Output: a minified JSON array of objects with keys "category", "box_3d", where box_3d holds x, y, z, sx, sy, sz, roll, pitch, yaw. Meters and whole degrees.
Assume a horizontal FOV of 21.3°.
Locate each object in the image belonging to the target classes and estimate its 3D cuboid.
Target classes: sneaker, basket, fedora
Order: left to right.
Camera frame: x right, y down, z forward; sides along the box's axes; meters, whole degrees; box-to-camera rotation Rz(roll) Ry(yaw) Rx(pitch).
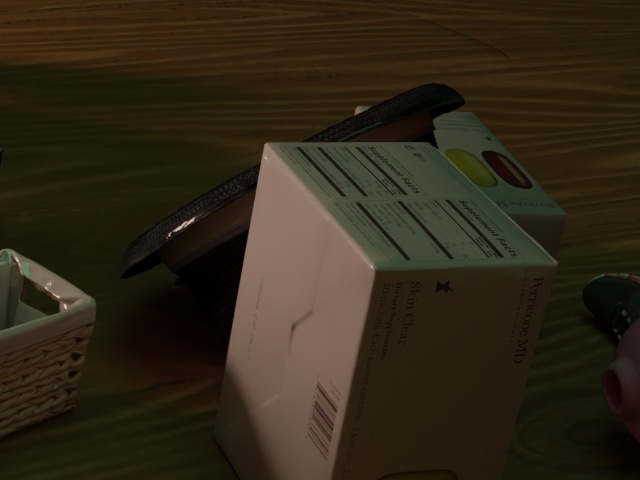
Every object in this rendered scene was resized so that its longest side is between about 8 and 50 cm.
[{"category":"basket","box_3d":[-0.272,0.088,1.317,0.113,0.103,0.167,28,29,32]},{"category":"fedora","box_3d":[0.000,0.000,1.473,0.334,0.334,0.152,-26,87,-53]},{"category":"sneaker","box_3d":[0.305,0.082,1.627,0.065,0.061,0.158,-21,39,-39]}]

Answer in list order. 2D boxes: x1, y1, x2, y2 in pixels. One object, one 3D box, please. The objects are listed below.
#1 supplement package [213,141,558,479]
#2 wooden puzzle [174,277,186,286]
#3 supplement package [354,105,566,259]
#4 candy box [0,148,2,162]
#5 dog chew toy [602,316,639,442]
[{"category":"supplement package","box_3d":[0.039,0.086,1.261,0.145,0.261,0.204,-3,29,-25]},{"category":"wooden puzzle","box_3d":[-0.071,0.052,1.586,0.116,0.014,0.078,19,22,17]},{"category":"supplement package","box_3d":[0.122,-0.023,1.680,0.139,0.133,0.244,1,27,-20]},{"category":"candy box","box_3d":[-0.465,-0.046,1.537,0.316,0.087,0.183,11,23,-2]},{"category":"dog chew toy","box_3d":[0.400,0.108,1.458,0.332,0.206,0.206,-5,28,-16]}]
